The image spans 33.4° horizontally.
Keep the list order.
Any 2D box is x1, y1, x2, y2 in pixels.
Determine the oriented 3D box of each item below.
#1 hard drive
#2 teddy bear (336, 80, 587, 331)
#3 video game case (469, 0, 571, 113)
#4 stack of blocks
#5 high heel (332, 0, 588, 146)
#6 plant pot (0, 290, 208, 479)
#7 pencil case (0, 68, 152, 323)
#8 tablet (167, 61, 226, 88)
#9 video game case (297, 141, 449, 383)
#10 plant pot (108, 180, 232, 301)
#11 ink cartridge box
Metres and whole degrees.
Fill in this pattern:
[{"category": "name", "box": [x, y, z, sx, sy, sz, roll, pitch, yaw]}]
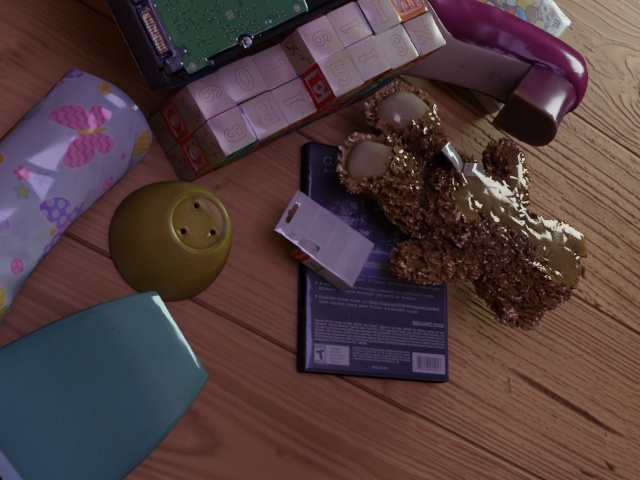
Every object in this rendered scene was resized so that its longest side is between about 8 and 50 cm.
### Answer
[{"category": "hard drive", "box": [-0.083, -0.324, 1.096, 0.339, 0.064, 0.237, -34, 105, -34]}, {"category": "teddy bear", "box": [0.162, -0.037, 1.281, 0.338, 0.113, 0.245, 25, 55, -23]}, {"category": "video game case", "box": [0.216, -0.318, 1.444, 0.227, 0.026, 0.206, 47, 62, -10]}, {"category": "stack of blocks", "box": [-0.026, -0.178, 1.198, 0.297, 0.171, 0.087, -30, 92, -30]}, {"category": "high heel", "box": [0.171, -0.275, 1.362, 0.377, 0.127, 0.181, 39, 45, -4]}, {"category": "plant pot", "box": [-0.238, 0.155, 1.012, 0.234, 0.166, 0.165, -34, 94, -37]}, {"category": "pencil case", "box": [-0.286, -0.045, 1.062, 0.124, 0.113, 0.273, 46, 61, -20]}, {"category": "tablet", "box": [-0.152, -0.210, 1.235, 0.083, 0.006, 0.054, -24, 89, -31]}, {"category": "video game case", "box": [0.066, 0.028, 1.280, 0.196, 0.026, 0.274, 8, 73, -26]}, {"category": "plant pot", "box": [-0.147, -0.009, 1.135, 0.134, 0.095, 0.134, 7, 73, -26]}, {"category": "ink cartridge box", "box": [0.000, 0.000, 1.221, 0.115, 0.029, 0.063, 36, 64, -14]}]
